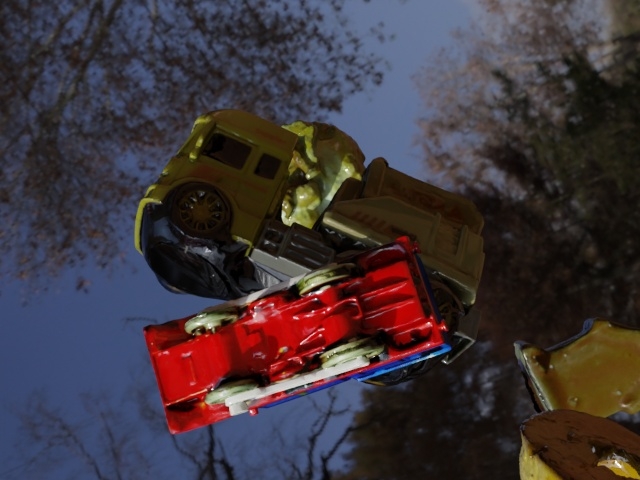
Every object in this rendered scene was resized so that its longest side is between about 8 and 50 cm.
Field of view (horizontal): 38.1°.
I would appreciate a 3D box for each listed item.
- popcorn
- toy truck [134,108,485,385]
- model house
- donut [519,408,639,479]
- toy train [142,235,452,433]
[{"bbox_3d":[-0.026,-0.086,1.509,0.183,0.204,0.221,27,-104,-40],"label":"popcorn"},{"bbox_3d":[0.000,0.000,1.093,0.405,0.181,0.254,23,-120,-3],"label":"toy truck"},{"bbox_3d":[0.440,0.195,1.470,0.173,0.239,0.268,65,-175,6],"label":"model house"},{"bbox_3d":[0.259,0.222,0.841,0.162,0.066,0.178,3,-161,-30],"label":"donut"},{"bbox_3d":[-0.011,0.071,0.671,0.131,0.203,0.083,36,-145,-74],"label":"toy train"}]
